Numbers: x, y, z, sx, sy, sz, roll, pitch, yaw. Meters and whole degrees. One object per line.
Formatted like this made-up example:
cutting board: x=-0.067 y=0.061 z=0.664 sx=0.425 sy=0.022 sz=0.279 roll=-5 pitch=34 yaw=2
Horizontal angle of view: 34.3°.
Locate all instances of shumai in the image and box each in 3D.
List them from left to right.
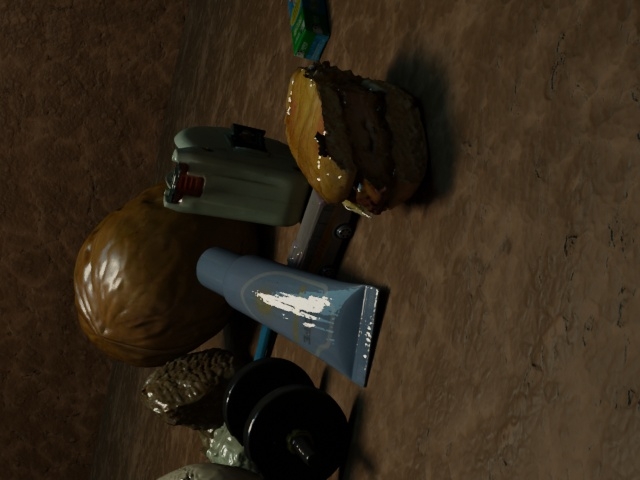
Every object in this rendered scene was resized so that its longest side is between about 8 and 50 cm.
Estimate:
shumai: x=-0.220 y=0.307 z=1.915 sx=0.166 sy=0.205 sz=0.176 roll=28 pitch=130 yaw=54

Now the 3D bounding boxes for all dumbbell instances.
dumbbell: x=-0.052 y=0.252 z=1.448 sx=0.325 sy=0.143 sz=0.143 roll=-155 pitch=75 yaw=-72

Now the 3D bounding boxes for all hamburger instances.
hamburger: x=0.036 y=-0.136 z=1.370 sx=0.245 sy=0.155 sz=0.282 roll=127 pitch=145 yaw=-61

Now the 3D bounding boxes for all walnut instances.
walnut: x=-0.298 y=0.058 z=1.990 sx=0.398 sy=0.307 sz=0.354 roll=-47 pitch=-17 yaw=-47

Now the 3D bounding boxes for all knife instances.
knife: x=-0.106 y=0.209 z=1.838 sx=0.044 sy=0.026 sz=0.297 roll=-111 pitch=33 yaw=-63

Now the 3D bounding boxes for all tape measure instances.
tape measure: x=-0.147 y=-0.121 z=1.779 sx=0.246 sy=0.243 sz=0.125 roll=-116 pitch=41 yaw=-61

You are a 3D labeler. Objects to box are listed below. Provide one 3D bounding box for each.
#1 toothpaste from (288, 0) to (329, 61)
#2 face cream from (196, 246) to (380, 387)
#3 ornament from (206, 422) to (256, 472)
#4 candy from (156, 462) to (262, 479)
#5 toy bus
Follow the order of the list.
toothpaste: x=-0.026 y=-0.440 z=1.895 sx=0.065 sy=0.050 sz=0.267 roll=122 pitch=152 yaw=-44
face cream: x=-0.051 y=0.085 z=1.499 sx=0.385 sy=0.086 sz=0.136 roll=20 pitch=106 yaw=49
ornament: x=-0.145 y=0.398 z=1.697 sx=0.130 sy=0.120 sz=0.285 roll=-103 pitch=27 yaw=-47
candy: x=-0.153 y=0.447 z=1.448 sx=0.185 sy=0.295 sz=0.296 roll=-84 pitch=10 yaw=-68
toy bus: x=0.000 y=0.000 z=1.544 sx=0.057 sy=0.072 sz=0.172 roll=-110 pitch=34 yaw=-50
